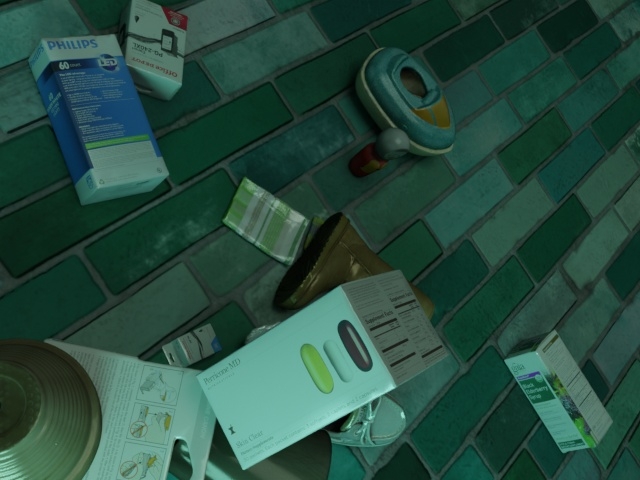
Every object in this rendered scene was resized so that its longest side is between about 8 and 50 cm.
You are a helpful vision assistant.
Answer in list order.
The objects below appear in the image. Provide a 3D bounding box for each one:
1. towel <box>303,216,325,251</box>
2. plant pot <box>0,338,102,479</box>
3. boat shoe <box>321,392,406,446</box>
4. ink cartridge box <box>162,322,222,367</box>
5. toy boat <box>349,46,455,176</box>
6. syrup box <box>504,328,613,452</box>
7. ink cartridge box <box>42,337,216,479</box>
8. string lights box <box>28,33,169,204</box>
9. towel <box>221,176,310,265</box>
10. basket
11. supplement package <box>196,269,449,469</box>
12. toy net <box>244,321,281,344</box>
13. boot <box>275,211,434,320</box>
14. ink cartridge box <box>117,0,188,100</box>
[{"bbox_3d":[0.000,0.000,1.564,0.060,0.009,0.083,31,54,-22],"label":"towel"},{"bbox_3d":[-0.400,0.223,1.042,0.237,0.110,0.238,3,61,-5],"label":"plant pot"},{"bbox_3d":[0.014,0.271,1.371,0.320,0.103,0.118,27,82,-22],"label":"boat shoe"},{"bbox_3d":[-0.205,0.171,1.324,0.083,0.028,0.048,-23,85,-40],"label":"ink cartridge box"},{"bbox_3d":[0.172,-0.253,1.712,0.267,0.148,0.318,43,51,-13],"label":"toy boat"},{"bbox_3d":[0.498,0.315,1.738,0.096,0.093,0.237,-35,93,-40],"label":"syrup box"},{"bbox_3d":[-0.286,0.302,1.122,0.261,0.066,0.297,12,61,-6],"label":"ink cartridge box"},{"bbox_3d":[-0.359,-0.200,1.342,0.133,0.076,0.260,-16,80,-40],"label":"string lights box"},{"bbox_3d":[-0.096,-0.036,1.500,0.152,0.023,0.113,35,53,-20],"label":"towel"},{"bbox_3d":[-0.119,0.323,1.246,0.226,0.154,0.204,33,42,-16],"label":"basket"},{"bbox_3d":[0.005,0.171,1.139,0.145,0.261,0.204,61,25,11],"label":"supplement package"},{"bbox_3d":[-0.036,0.209,1.429,0.232,0.045,0.122,20,89,-26],"label":"toy net"},{"bbox_3d":[0.073,0.111,1.519,0.269,0.089,0.236,46,59,-17],"label":"boot"},{"bbox_3d":[-0.297,-0.336,1.457,0.109,0.063,0.151,15,62,-31],"label":"ink cartridge box"}]
